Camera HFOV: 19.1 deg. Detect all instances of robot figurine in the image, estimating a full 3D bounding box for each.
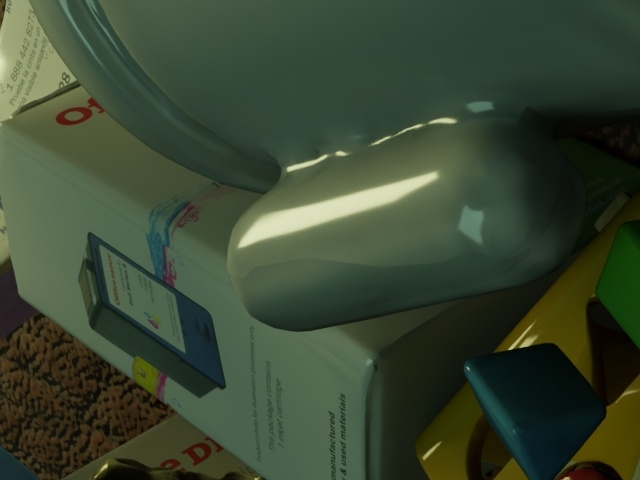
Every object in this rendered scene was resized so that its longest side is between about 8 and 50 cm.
[{"bbox_3d":[0.035,-0.124,0.558,0.353,0.199,0.300,-15,60,55],"label":"robot figurine"}]

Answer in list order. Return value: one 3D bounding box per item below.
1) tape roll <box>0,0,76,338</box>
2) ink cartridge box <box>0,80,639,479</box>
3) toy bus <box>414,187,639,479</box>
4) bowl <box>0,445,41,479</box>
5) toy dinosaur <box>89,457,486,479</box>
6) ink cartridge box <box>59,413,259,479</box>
[{"bbox_3d":[-0.184,-0.064,0.817,0.090,0.274,0.275,40,139,29],"label":"tape roll"},{"bbox_3d":[0.000,0.000,0.725,0.212,0.154,0.093,32,137,36],"label":"ink cartridge box"},{"bbox_3d":[0.123,0.031,0.595,0.191,0.202,0.104,87,157,-44],"label":"toy bus"},{"bbox_3d":[-0.146,0.262,0.857,0.391,0.077,0.391,34,137,38],"label":"bowl"},{"bbox_3d":[0.039,0.092,0.788,0.268,0.064,0.118,7,90,15],"label":"toy dinosaur"},{"bbox_3d":[-0.021,0.210,0.877,0.232,0.171,0.168,45,141,24],"label":"ink cartridge box"}]
